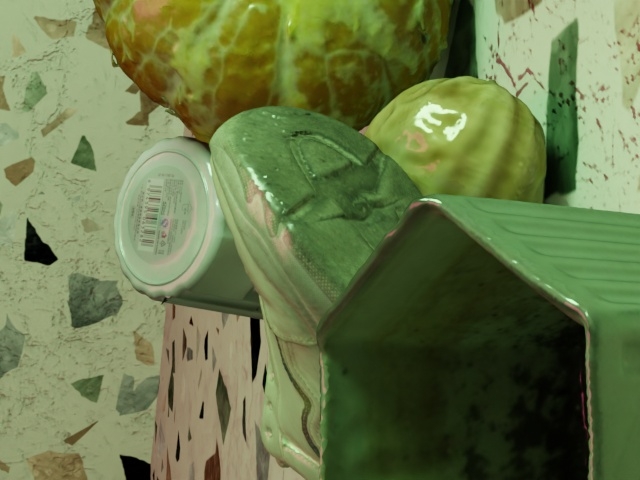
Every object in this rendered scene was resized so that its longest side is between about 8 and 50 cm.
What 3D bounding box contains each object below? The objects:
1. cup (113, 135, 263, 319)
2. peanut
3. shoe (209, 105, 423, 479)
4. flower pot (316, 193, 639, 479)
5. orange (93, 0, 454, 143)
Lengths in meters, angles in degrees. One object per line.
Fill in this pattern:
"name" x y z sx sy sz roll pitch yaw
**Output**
"cup" -0.053 -0.005 1.153 0.221 0.202 0.167 11 90 43
"peanut" 0.077 -0.023 0.989 0.325 0.140 0.153 121 159 -68
"shoe" 0.011 0.081 0.865 0.342 0.132 0.210 52 132 3
"flower pot" 0.124 0.101 0.595 0.209 0.189 0.239 -13 77 59
"orange" -0.040 -0.235 1.098 0.249 0.329 0.329 107 161 -71
